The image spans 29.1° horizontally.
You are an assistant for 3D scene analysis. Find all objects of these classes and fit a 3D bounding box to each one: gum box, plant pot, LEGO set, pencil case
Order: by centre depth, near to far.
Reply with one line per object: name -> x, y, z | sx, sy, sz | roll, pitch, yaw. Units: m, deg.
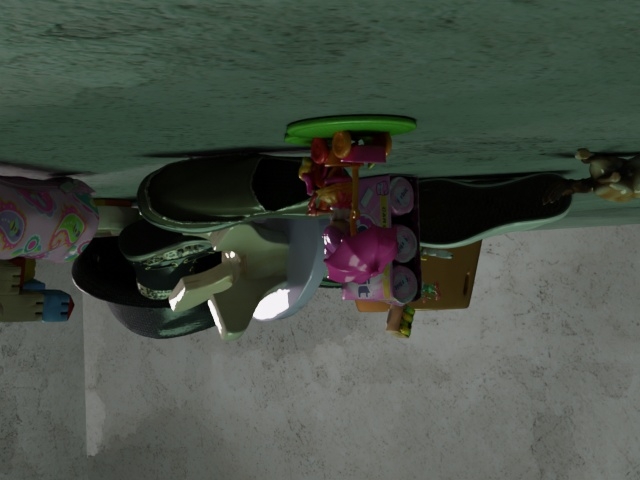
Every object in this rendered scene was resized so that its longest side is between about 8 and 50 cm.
pencil case -> -0.383, -0.033, 1.511 | 0.124, 0.124, 0.284 | -3, 178, 20
gum box -> 0.087, 0.003, 1.799 | 0.062, 0.188, 0.107 | 0, 177, -41
LEGO set -> 0.182, 0.028, 1.921 | 0.107, 0.132, 0.287 | 10, -138, 11
plant pot -> 0.160, 0.024, 2.203 | 0.291, 0.203, 0.291 | -1, 178, 0

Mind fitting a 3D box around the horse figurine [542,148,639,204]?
horse figurine -> 0.419, -0.083, 1.577 | 0.263, 0.066, 0.174 | -5, 171, 15

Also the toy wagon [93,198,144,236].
toy wagon -> -0.446, -0.025, 2.114 | 0.267, 0.068, 0.344 | -1, 178, -19

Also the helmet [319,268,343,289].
helmet -> 0.000, 0.000, 2.032 | 0.162, 0.169, 0.169 | 10, 179, 8

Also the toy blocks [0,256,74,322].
toy blocks -> -0.607, 0.069, 2.182 | 0.261, 0.190, 0.381 | 1, -171, -39

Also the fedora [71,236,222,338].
fedora -> -0.283, 0.081, 2.268 | 0.334, 0.152, 0.334 | -3, -146, 2

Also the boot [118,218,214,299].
boot -> -0.211, 0.015, 2.055 | 0.237, 0.085, 0.178 | -14, 152, -8

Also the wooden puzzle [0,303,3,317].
wooden puzzle -> -0.637, 0.020, 1.627 | 0.348, 0.080, 0.322 | 2, 160, 18

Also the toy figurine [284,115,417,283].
toy figurine -> 0.023, -0.035, 1.242 | 0.130, 0.159, 0.173 | -1, 178, -29

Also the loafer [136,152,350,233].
loafer -> -0.088, -0.066, 1.418 | 0.251, 0.094, 0.087 | -7, 166, -2

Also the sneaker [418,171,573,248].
sneaker -> 0.234, -0.041, 1.869 | 0.290, 0.105, 0.123 | -4, 175, 8

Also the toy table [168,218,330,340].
toy table -> -0.115, 0.025, 1.863 | 0.161, 0.252, 0.274 | -6, 139, -33
